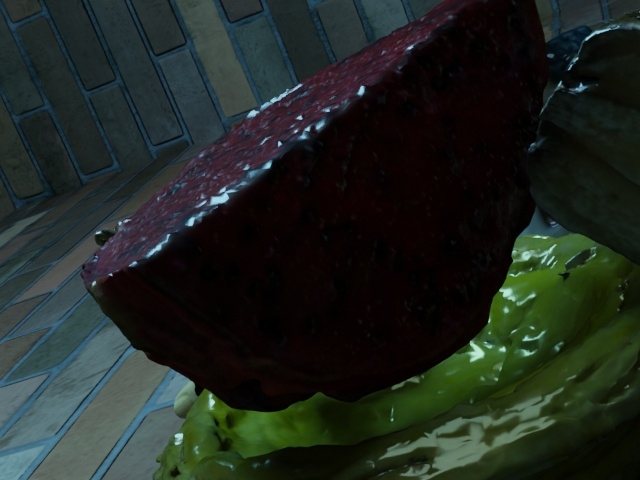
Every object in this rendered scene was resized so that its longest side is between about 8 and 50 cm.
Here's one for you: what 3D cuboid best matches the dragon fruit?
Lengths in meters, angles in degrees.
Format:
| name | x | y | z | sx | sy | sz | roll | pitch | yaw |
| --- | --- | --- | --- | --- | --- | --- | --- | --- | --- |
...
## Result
| name | x | y | z | sx | sy | sz | roll | pitch | yaw |
| --- | --- | --- | --- | --- | --- | --- | --- | --- | --- |
| dragon fruit | 0.000 | 0.000 | 0.653 | 0.317 | 0.152 | 0.205 | -41 | 17 | -31 |

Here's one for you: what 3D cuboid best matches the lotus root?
| name | x | y | z | sx | sy | sz | roll | pitch | yaw |
| --- | --- | --- | --- | --- | --- | --- | --- | --- | --- |
| lotus root | 0.265 | -0.017 | 0.545 | 0.078 | 0.329 | 0.167 | -61 | -2 | -33 |

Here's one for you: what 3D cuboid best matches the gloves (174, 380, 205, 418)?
| name | x | y | z | sx | sy | sz | roll | pitch | yaw |
| --- | --- | --- | --- | --- | --- | --- | --- | --- | --- |
| gloves | -0.036 | 0.123 | 0.930 | 0.129 | 0.106 | 0.180 | -36 | -9 | -45 |

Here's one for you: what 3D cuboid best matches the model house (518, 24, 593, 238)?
| name | x | y | z | sx | sy | sz | roll | pitch | yaw |
| --- | --- | --- | --- | --- | --- | --- | --- | --- | --- |
| model house | 0.200 | -0.089 | 0.922 | 0.271 | 0.300 | 0.190 | -30 | 9 | -26 |

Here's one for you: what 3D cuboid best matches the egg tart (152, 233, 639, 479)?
| name | x | y | z | sx | sy | sz | roll | pitch | yaw |
| --- | --- | --- | --- | --- | --- | --- | --- | --- | --- |
| egg tart | 0.071 | 0.110 | 0.694 | 0.345 | 0.132 | 0.345 | -21 | 15 | 6 |
